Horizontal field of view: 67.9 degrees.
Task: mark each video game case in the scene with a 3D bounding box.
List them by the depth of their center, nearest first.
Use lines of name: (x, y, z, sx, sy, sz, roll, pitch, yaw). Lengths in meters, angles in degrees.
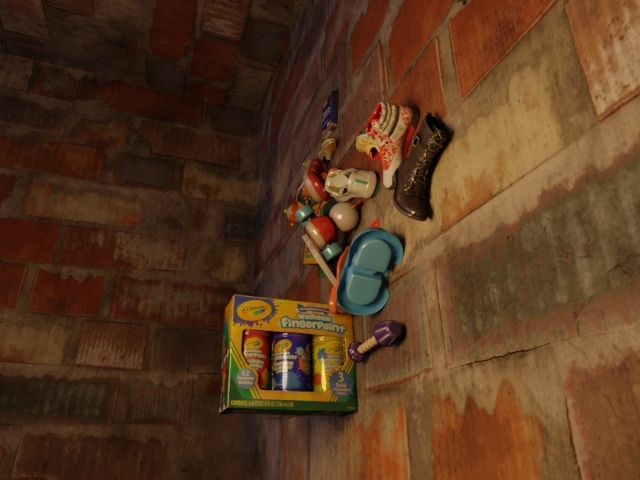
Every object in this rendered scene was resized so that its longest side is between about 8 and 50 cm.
video game case: (0.016, 0.099, 1.839, 0.026, 0.227, 0.206, -34, 26, 0)

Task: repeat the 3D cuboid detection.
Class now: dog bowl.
dog bowl: (0.148, 0.090, 1.488, 0.074, 0.166, 0.297, -94, 18, -66)

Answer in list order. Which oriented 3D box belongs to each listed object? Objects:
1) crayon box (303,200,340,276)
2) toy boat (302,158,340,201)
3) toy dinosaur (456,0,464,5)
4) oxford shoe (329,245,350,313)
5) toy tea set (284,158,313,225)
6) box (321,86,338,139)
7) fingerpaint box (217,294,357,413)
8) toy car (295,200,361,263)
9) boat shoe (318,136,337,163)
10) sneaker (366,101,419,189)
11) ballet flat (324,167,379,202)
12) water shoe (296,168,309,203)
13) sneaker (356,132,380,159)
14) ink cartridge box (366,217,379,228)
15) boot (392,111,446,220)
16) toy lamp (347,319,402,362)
crayon box: (0.000, 0.000, 2.077, 0.202, 0.081, 0.318, 167, 110, -70)
toy boat: (0.022, -0.271, 2.066, 0.151, 0.151, 0.231, -20, 31, 24)
toy dinosaur: (0.379, -0.721, 1.307, 0.118, 0.064, 0.268, -66, 26, 23)
oxford shoe: (0.108, 0.144, 1.718, 0.097, 0.099, 0.271, 60, -142, -55)
toy tea set: (-0.091, -0.231, 2.282, 0.200, 0.124, 0.335, 100, -176, -71)
box: (0.045, -0.616, 2.287, 0.136, 0.037, 0.225, 140, 136, -64)
fingerpaint box: (-0.108, 0.404, 1.647, 0.163, 0.445, 0.370, 130, 145, -56)
toy car: (0.065, -0.068, 1.809, 0.219, 0.238, 0.210, 55, 179, 11)
boat shoe: (0.038, -0.406, 2.188, 0.190, 0.068, 0.072, 124, 138, -71)
sneaker: (0.203, -0.301, 1.504, 0.090, 0.145, 0.269, -121, 42, -62)
ballet flat: (0.090, -0.222, 1.828, 0.400, 0.139, 0.139, -166, 85, -72)
water shoe: (-0.066, -0.285, 2.449, 0.080, 0.073, 0.203, -69, 0, -68)
sneaker: (0.181, -0.330, 1.686, 0.208, 0.082, 0.094, 180, 96, -71)
ink cartridge box: (0.160, 0.026, 1.651, 0.145, 0.045, 0.179, 131, 141, -57)
boot: (0.281, -0.208, 1.319, 0.262, 0.091, 0.229, -97, 23, -44)
toy lamp: (0.167, 0.307, 1.457, 0.274, 0.080, 0.080, 127, 146, -58)
